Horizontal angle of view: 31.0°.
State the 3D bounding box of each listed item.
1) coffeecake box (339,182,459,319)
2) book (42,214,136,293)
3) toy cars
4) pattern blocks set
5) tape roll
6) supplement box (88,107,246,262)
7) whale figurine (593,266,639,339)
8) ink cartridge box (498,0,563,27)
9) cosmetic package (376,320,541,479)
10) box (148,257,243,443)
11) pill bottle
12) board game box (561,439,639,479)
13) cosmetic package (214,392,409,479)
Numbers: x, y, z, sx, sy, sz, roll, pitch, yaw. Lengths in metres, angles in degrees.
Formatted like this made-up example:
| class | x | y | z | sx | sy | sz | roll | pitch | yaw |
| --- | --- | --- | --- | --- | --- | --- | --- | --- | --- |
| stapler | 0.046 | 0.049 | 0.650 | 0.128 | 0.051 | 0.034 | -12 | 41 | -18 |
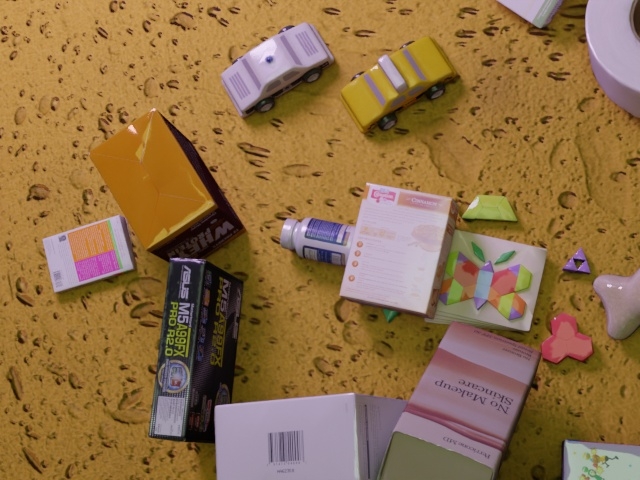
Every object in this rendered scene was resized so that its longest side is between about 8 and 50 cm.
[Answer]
| class | x | y | z | sx | sy | sz | roll | pitch | yaw |
| --- | --- | --- | --- | --- | --- | --- | --- | --- | --- |
| coffeecake box | 0.125 | 0.016 | 1.806 | 0.142 | 0.068 | 0.185 | 11 | 82 | 19 |
| book | -0.390 | 0.024 | 1.948 | 0.144 | 0.035 | 0.096 | -16 | 80 | 8 |
| toy cars | 0.021 | -0.277 | 1.896 | 0.394 | 0.087 | 0.176 | 9 | 81 | 13 |
| pattern blocks set | 0.258 | 0.068 | 1.815 | 0.325 | 0.026 | 0.285 | -3 | 78 | 11 |
| tape roll | 0.552 | -0.321 | 1.767 | 0.286 | 0.100 | 0.286 | -6 | 68 | 15 |
| supplement box | -0.241 | -0.076 | 1.853 | 0.129 | 0.194 | 0.191 | -34 | 75 | 3 |
| whale figurine | 0.552 | 0.064 | 1.721 | 0.272 | 0.141 | 0.216 | -25 | 74 | 31 |
| ink cartridge box | 0.310 | -0.476 | 1.860 | 0.235 | 0.056 | 0.171 | 37 | 117 | 14 |
| cosmetic package | 0.201 | 0.257 | 1.644 | 0.153 | 0.296 | 0.129 | 19 | 123 | 12 |
| box | -0.187 | 0.176 | 1.783 | 0.060 | 0.216 | 0.270 | 3 | 79 | 13 |
| pill bottle | 0.000 | 0.000 | 1.857 | 0.120 | 0.067 | 0.067 | 12 | 82 | 13 |
| board game box | 0.492 | 0.334 | 1.615 | 0.304 | 0.224 | 0.097 | 1 | 80 | 11 |
| cosmetic package | -0.003 | 0.302 | 1.696 | 0.224 | 0.225 | 0.138 | -8 | 75 | 24 |
